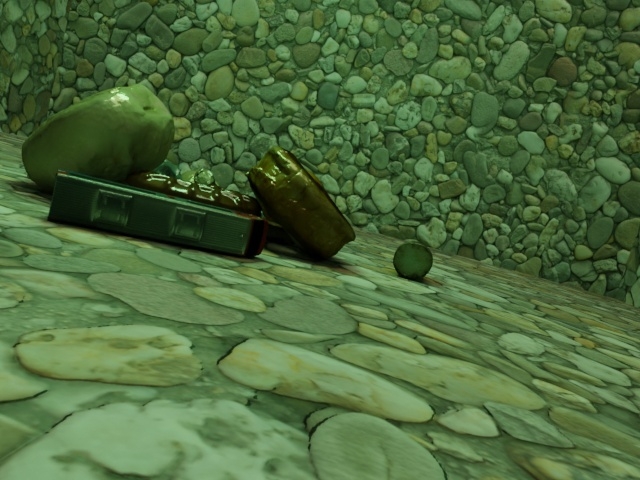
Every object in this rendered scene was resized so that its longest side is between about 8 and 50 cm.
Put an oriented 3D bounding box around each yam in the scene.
[{"bbox_3d":[0.266,0.052,1.515,0.107,0.107,0.194,16,5,10],"label":"yam"},{"bbox_3d":[-0.340,-0.143,1.629,0.071,0.067,0.317,50,-12,6],"label":"yam"}]

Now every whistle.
[{"bbox_3d":[-0.635,-0.278,2.076,0.189,0.189,0.348,11,13,-38],"label":"whistle"}]

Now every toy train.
[{"bbox_3d":[-0.284,-0.040,1.001,0.409,0.086,0.089,13,6,-25],"label":"toy train"}]

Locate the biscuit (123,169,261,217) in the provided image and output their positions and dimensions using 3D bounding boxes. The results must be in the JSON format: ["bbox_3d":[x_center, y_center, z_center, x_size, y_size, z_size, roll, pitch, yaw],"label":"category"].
[{"bbox_3d":[-0.286,-0.083,1.315,0.268,0.115,0.366,18,7,25],"label":"biscuit"}]

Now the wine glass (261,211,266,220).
[{"bbox_3d":[-0.222,-0.086,1.784,0.155,0.073,0.073,17,5,-14],"label":"wine glass"}]

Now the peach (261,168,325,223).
[{"bbox_3d":[-0.082,-0.121,1.694,0.231,0.231,0.231,15,5,-1],"label":"peach"}]

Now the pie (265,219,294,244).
[{"bbox_3d":[-0.137,-0.029,1.534,0.195,0.046,0.195,19,5,-2],"label":"pie"}]

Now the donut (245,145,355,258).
[{"bbox_3d":[-0.060,-0.090,1.359,0.330,0.160,0.330,50,-7,9],"label":"donut"}]

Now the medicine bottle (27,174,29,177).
[{"bbox_3d":[-0.717,-0.191,1.431,0.118,0.074,0.055,13,5,-18],"label":"medicine bottle"}]

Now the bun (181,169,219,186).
[{"bbox_3d":[-0.488,-0.224,2.154,0.222,0.128,0.222,15,2,-1],"label":"bun"}]

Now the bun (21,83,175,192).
[{"bbox_3d":[-0.518,-0.230,1.276,0.361,0.213,0.361,-24,17,8],"label":"bun"}]
